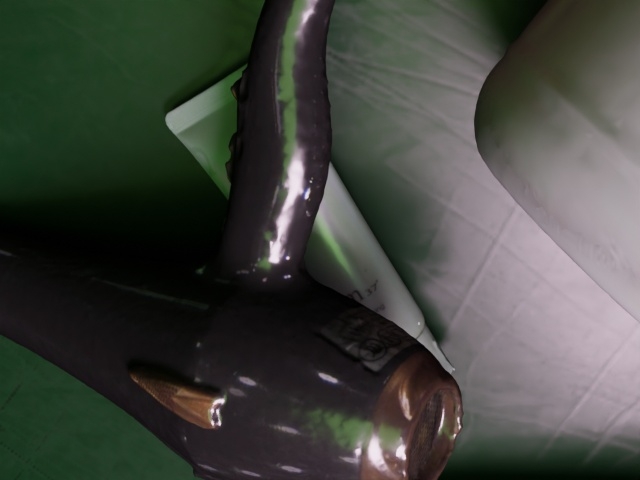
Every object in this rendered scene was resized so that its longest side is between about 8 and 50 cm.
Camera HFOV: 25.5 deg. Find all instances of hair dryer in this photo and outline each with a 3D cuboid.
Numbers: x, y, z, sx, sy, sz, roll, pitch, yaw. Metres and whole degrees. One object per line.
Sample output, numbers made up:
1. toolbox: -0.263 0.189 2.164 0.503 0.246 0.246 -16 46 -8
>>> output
1. hair dryer: -0.049 -0.058 0.701 0.304 0.120 0.359 21 109 29

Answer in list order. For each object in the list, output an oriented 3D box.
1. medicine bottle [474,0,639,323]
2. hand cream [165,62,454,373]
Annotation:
1. medicine bottle: 0.252 -0.087 0.586 0.256 0.256 0.325 40 102 -8
2. hand cream: 0.000 0.000 0.765 0.078 0.050 0.205 -28 101 30
